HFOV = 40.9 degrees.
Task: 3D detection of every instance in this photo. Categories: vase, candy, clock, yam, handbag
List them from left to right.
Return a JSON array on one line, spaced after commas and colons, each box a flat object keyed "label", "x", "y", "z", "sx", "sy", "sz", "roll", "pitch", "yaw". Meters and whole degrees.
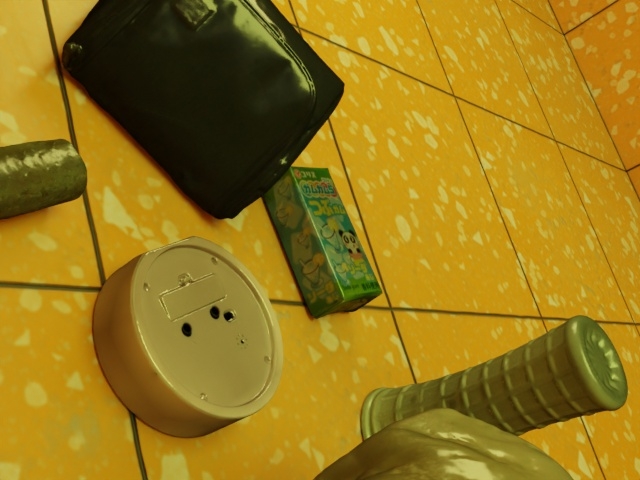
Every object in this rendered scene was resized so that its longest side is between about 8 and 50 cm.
[{"label": "yam", "x": -0.291, "y": -0.051, "z": 0.774, "sx": 0.068, "sy": 0.068, "sz": 0.169, "roll": 60, "pitch": 32, "yaw": 1}, {"label": "clock", "x": -0.129, "y": 0.096, "z": 0.872, "sx": 0.197, "sy": 0.068, "sz": 0.197, "roll": 33, "pitch": 40, "yaw": -34}, {"label": "handbag", "x": -0.122, "y": -0.208, "z": 1.022, "sx": 0.302, "sy": 0.178, "sz": 0.275, "roll": 48, "pitch": 34, "yaw": -17}, {"label": "candy", "x": 0.000, "y": 0.000, "z": 1.128, "sx": 0.097, "sy": 0.062, "sz": 0.194, "roll": -4, "pitch": 67, "yaw": -54}, {"label": "vase", "x": 0.206, "y": 0.196, "z": 1.028, "sx": 0.143, "sy": 0.299, "sz": 0.143, "roll": 33, "pitch": 42, "yaw": -35}]

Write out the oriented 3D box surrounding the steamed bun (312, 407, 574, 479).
[{"label": "steamed bun", "x": 0.107, "y": 0.333, "z": 0.713, "sx": 0.342, "sy": 0.255, "sz": 0.368, "roll": 43, "pitch": 78, "yaw": -3}]
